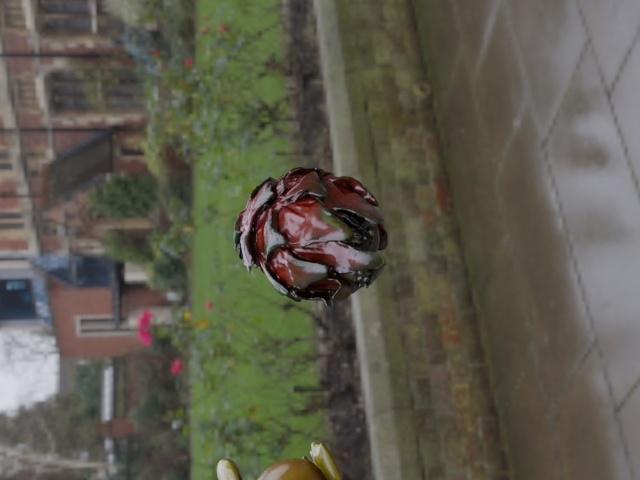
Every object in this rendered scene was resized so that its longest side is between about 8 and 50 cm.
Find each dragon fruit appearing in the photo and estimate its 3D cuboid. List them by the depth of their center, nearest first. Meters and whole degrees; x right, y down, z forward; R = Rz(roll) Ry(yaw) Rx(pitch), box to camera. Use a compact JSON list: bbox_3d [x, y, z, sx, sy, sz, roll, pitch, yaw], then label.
[{"bbox_3d":[-0.007,-0.005,1.364,0.182,0.189,0.182,-59,-4,-6],"label":"dragon fruit"}]

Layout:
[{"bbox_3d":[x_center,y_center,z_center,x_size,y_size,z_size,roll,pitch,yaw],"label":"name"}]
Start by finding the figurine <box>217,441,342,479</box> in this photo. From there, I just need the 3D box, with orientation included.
[{"bbox_3d":[-0.078,0.457,1.871,0.215,0.228,0.215,175,90,-71],"label":"figurine"}]
